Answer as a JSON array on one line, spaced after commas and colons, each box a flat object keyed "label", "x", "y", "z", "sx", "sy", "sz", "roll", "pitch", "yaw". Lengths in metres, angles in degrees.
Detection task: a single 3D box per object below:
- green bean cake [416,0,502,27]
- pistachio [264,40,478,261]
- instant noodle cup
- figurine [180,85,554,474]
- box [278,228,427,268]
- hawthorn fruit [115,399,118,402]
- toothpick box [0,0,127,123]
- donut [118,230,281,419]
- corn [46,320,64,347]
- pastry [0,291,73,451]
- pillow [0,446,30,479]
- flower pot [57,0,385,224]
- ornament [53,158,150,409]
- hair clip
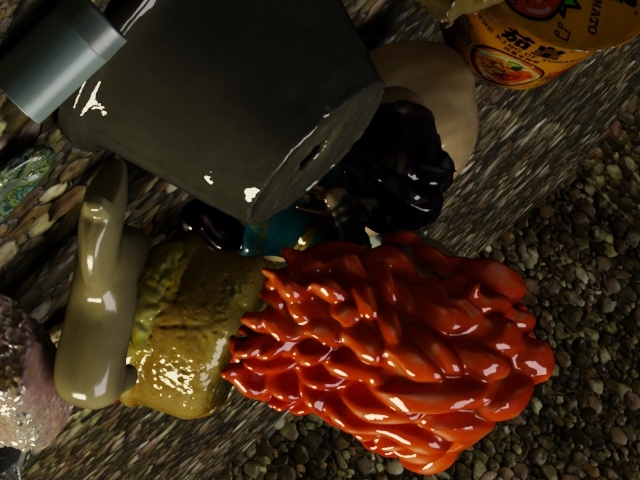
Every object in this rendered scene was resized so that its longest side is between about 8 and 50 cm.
[{"label": "green bean cake", "x": 0.172, "y": -0.320, "z": 1.465, "sx": 0.229, "sy": 0.131, "sz": 0.224, "roll": -36, "pitch": 166, "yaw": -40}, {"label": "pistachio", "x": 0.037, "y": -0.097, "z": 1.742, "sx": 0.299, "sy": 0.187, "sz": 0.187, "roll": -34, "pitch": 168, "yaw": -7}, {"label": "instant noodle cup", "x": 0.228, "y": -0.265, "z": 1.730, "sx": 0.215, "sy": 0.216, "sz": 0.172, "roll": -39, "pitch": 177, "yaw": -25}, {"label": "figurine", "x": 0.031, "y": 0.014, "z": 1.531, "sx": 0.306, "sy": 0.412, "sz": 0.241, "roll": 2, "pitch": 146, "yaw": -34}, {"label": "box", "x": 0.000, "y": 0.000, "z": 2.002, "sx": 0.182, "sy": 0.175, "sz": 0.312, "roll": -37, "pitch": 171, "yaw": 13}, {"label": "hawthorn fruit", "x": -0.239, "y": 0.144, "z": 1.879, "sx": 0.093, "sy": 0.093, "sz": 0.093, "roll": -42, "pitch": 169, "yaw": -10}, {"label": "toothpick box", "x": -0.178, "y": -0.126, "z": 1.115, "sx": 0.083, "sy": 0.052, "sz": 0.052, "roll": -43, "pitch": 170, "yaw": 2}, {"label": "donut", "x": -0.133, "y": 0.091, "z": 1.767, "sx": 0.261, "sy": 0.128, "sz": 0.209, "roll": -34, "pitch": 148, "yaw": -74}, {"label": "corn", "x": -0.255, "y": 0.121, "z": 1.744, "sx": 0.085, "sy": 0.063, "sz": 0.165, "roll": -55, "pitch": 172, "yaw": -7}, {"label": "pastry", "x": -0.292, "y": 0.139, "z": 1.553, "sx": 0.103, "sy": 0.112, "sz": 0.265, "roll": -61, "pitch": 179, "yaw": -22}, {"label": "pillow", "x": -0.422, "y": 0.294, "z": 1.704, "sx": 0.335, "sy": 0.092, "sz": 0.161, "roll": -28, "pitch": 155, "yaw": -55}, {"label": "flower pot", "x": -0.057, "y": -0.121, "z": 1.293, "sx": 0.269, "sy": 0.166, "sz": 0.269, "roll": -42, "pitch": 167, "yaw": -12}, {"label": "ornament", "x": -0.195, "y": 0.040, "z": 1.494, "sx": 0.245, "sy": 0.061, "sz": 0.230, "roll": -28, "pitch": 129, "yaw": -86}, {"label": "hair clip", "x": -0.274, "y": 0.006, "z": 1.306, "sx": 0.229, "sy": 0.036, "sz": 0.066, "roll": -57, "pitch": 169, "yaw": 29}]
